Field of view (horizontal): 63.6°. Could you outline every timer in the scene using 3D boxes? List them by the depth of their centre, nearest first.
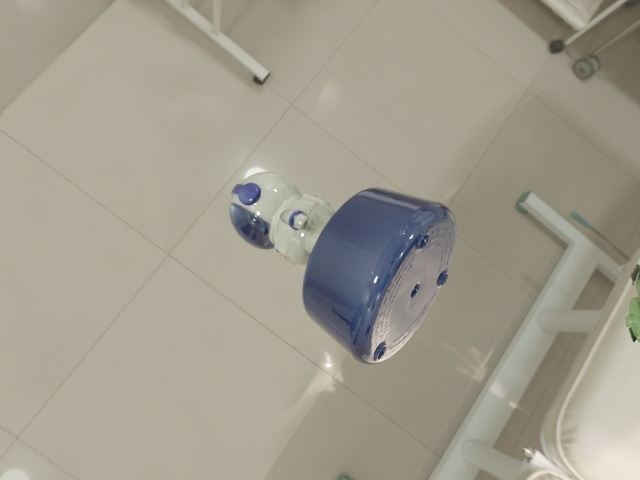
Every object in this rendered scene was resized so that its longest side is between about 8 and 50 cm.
[{"bbox_3d":[0.000,0.000,0.867,0.383,0.270,0.270,28,74,29],"label":"timer"}]

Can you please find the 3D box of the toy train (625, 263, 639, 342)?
[{"bbox_3d":[0.618,0.166,0.862,0.159,0.188,0.272,-6,59,20],"label":"toy train"}]
